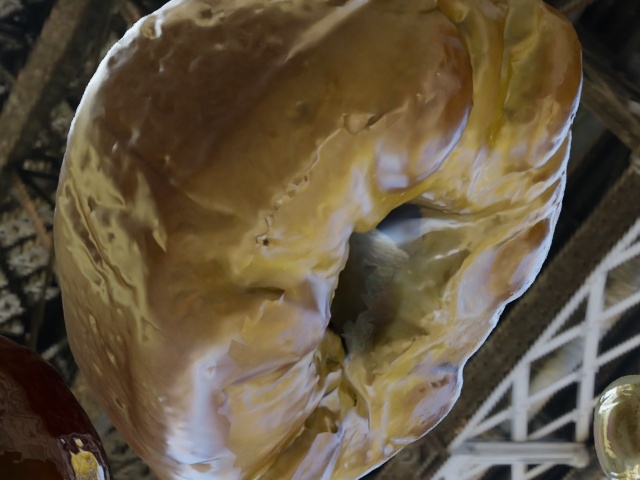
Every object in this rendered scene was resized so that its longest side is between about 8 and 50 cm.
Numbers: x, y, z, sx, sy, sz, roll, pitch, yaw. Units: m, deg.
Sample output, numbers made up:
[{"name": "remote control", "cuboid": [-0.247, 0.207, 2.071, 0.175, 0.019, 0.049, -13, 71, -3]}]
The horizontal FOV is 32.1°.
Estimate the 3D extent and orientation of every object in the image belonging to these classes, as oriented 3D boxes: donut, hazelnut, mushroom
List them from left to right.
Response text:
[{"name": "hazelnut", "cuboid": [-0.254, 0.169, 0.753, 0.229, 0.229, 0.229, -11, -106, 43]}, {"name": "donut", "cuboid": [0.000, 0.000, 0.573, 0.150, 0.299, 0.317, 38, -71, 27]}, {"name": "mushroom", "cuboid": [0.223, 0.133, 0.765, 0.068, 0.083, 0.083, -7, -104, 17]}]
